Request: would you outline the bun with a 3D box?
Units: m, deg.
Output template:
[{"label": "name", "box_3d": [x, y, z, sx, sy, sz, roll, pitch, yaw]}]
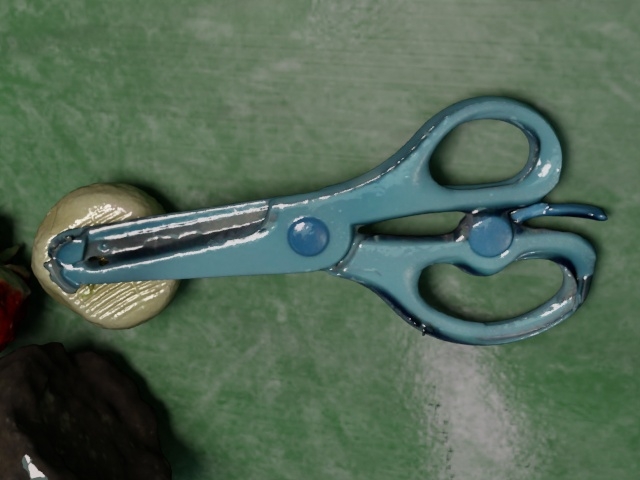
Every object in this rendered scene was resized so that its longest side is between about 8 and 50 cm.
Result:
[{"label": "bun", "box_3d": [-0.160, 0.010, 0.711, 0.115, 0.069, 0.115, -1, 107, -5]}]

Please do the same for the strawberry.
[{"label": "strawberry", "box_3d": [-0.304, 0.045, 0.736, 0.148, 0.131, 0.131, -26, 100, 23]}]

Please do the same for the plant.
[{"label": "plant", "box_3d": [-0.262, 0.215, 0.726, 0.276, 0.199, 0.188, -35, 55, 19]}]

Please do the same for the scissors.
[{"label": "scissors", "box_3d": [0.000, 0.000, 0.652, 0.393, 0.032, 0.180, -5, 107, 4]}]
